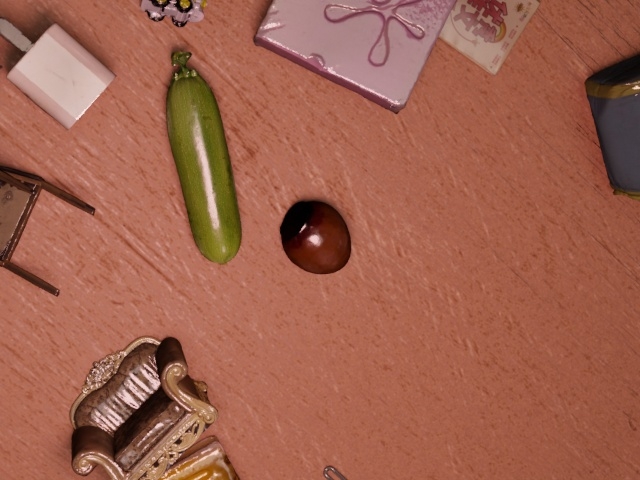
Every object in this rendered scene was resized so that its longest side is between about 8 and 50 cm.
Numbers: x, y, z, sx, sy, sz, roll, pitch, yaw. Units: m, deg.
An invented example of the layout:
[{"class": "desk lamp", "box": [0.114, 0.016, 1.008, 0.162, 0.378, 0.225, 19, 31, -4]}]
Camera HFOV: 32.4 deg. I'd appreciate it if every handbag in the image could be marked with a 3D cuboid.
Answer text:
[{"class": "handbag", "box": [0.637, -0.221, 2.018, 0.263, 0.222, 0.241, -25, 106, -10]}]

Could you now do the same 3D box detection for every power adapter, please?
[{"class": "power adapter", "box": [-0.456, -0.294, 1.823, 0.205, 0.130, 0.125, 41, 87, -12]}]

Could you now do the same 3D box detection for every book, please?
[{"class": "book", "box": [0.269, -0.432, 2.015, 0.232, 0.022, 0.162, 33, 90, -13]}]

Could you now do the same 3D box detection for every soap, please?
[{"class": "soap", "box": [-0.263, 0.483, 1.979, 0.258, 0.080, 0.160, -28, 100, -7]}, {"class": "soap", "box": [0.070, -0.409, 1.923, 0.296, 0.107, 0.285, 24, 91, -6]}]

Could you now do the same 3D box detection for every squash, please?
[{"class": "squash", "box": [-0.205, -0.140, 1.911, 0.101, 0.101, 0.378, -11, 98, -11]}]

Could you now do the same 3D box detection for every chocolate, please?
[{"class": "chocolate", "box": [0.000, 0.000, 1.978, 0.133, 0.127, 0.124, 26, 121, -26]}]

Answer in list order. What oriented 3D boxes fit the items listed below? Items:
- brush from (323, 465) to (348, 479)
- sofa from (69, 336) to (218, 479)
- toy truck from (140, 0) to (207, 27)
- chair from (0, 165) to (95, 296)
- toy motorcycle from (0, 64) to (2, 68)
[{"class": "brush", "box": [0.103, 0.519, 2.088, 0.266, 0.027, 0.062, 44, 86, -13]}, {"class": "sofa", "box": [-0.319, 0.292, 1.886, 0.258, 0.200, 0.182, -45, 105, -2]}, {"class": "toy truck", "box": [-0.248, -0.417, 1.887, 0.111, 0.076, 0.076, 10, 74, -14]}, {"class": "chair", "box": [-0.539, -0.042, 1.828, 0.272, 0.166, 0.188, 26, 92, 29]}, {"class": "toy motorcycle", "box": [-0.621, -0.260, 1.805, 0.215, 0.080, 0.122, -23, 100, 9]}]
